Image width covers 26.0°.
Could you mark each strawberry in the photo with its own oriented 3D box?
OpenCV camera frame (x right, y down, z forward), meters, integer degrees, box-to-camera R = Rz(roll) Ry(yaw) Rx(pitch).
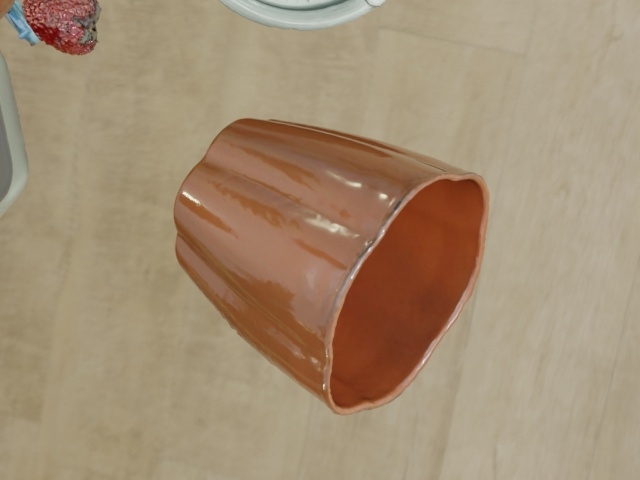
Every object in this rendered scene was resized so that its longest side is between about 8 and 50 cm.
[{"bbox_3d":[-0.299,-0.258,1.599,0.096,0.083,0.083,25,106,18],"label":"strawberry"}]

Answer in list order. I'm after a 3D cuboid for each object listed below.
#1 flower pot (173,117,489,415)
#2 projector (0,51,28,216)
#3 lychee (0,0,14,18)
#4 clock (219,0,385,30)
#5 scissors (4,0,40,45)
[{"bbox_3d":[0.000,0.000,0.973,0.173,0.190,0.190,31,108,29],"label":"flower pot"},{"bbox_3d":[-0.516,-0.099,1.645,0.249,0.249,0.248,-2,116,11],"label":"projector"},{"bbox_3d":[-0.312,-0.243,1.203,0.101,0.140,0.114,-25,134,31],"label":"lychee"},{"bbox_3d":[-0.019,-0.302,1.203,0.236,0.053,0.236,-3,104,-14],"label":"clock"},{"bbox_3d":[-0.502,-0.412,1.869,0.032,0.180,0.393,-41,73,-1],"label":"scissors"}]
